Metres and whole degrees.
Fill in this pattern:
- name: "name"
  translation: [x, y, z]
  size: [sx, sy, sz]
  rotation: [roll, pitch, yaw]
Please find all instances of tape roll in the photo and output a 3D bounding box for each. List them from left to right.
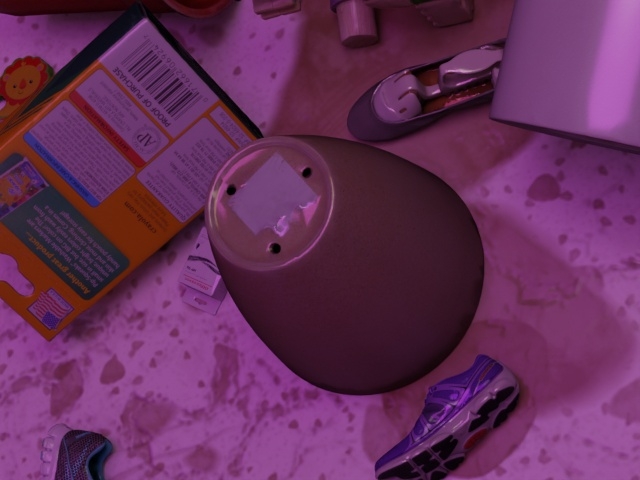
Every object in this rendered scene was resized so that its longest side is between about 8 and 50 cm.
- name: "tape roll"
  translation: [0.292, -0.169, 1.384]
  size: [0.246, 0.246, 0.169]
  rotation: [13, 94, 24]

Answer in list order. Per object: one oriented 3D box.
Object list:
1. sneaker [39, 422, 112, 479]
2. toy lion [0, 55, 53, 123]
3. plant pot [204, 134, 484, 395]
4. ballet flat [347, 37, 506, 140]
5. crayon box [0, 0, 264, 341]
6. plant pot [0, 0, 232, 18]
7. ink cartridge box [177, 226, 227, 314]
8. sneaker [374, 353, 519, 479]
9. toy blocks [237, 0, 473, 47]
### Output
- name: "sneaker"
  translation: [-0.261, 0.278, 1.590]
  size: [0.076, 0.065, 0.166]
  rotation: [-1, 76, 17]
- name: "toy lion"
  translation: [-0.361, -0.171, 1.773]
  size: [0.100, 0.034, 0.096]
  rotation: [-19, 62, 16]
- name: "plant pot"
  translation: [0.000, 0.000, 1.449]
  size: [0.256, 0.274, 0.256]
  rotation: [-6, 72, 20]
- name: "ballet flat"
  translation: [0.118, -0.164, 1.563]
  size: [0.213, 0.068, 0.072]
  rotation: [-17, 70, 16]
- name: "crayon box"
  translation: [-0.243, -0.072, 1.602]
  size: [0.323, 0.203, 0.083]
  rotation: [-40, 25, 6]
- name: "plant pot"
  translation: [-0.260, -0.367, 1.676]
  size: [0.265, 0.272, 0.272]
  rotation: [-4, 73, 28]
- name: "ink cartridge box"
  translation: [-0.121, 0.033, 1.621]
  size: [0.048, 0.028, 0.083]
  rotation: [22, 84, 25]
- name: "sneaker"
  translation: [0.120, 0.181, 1.479]
  size: [0.170, 0.068, 0.071]
  rotation: [-40, 50, -3]
- name: "toy blocks"
  translation: [0.074, -0.374, 1.522]
  size: [0.309, 0.288, 0.260]
  rotation: [-11, 77, 20]
